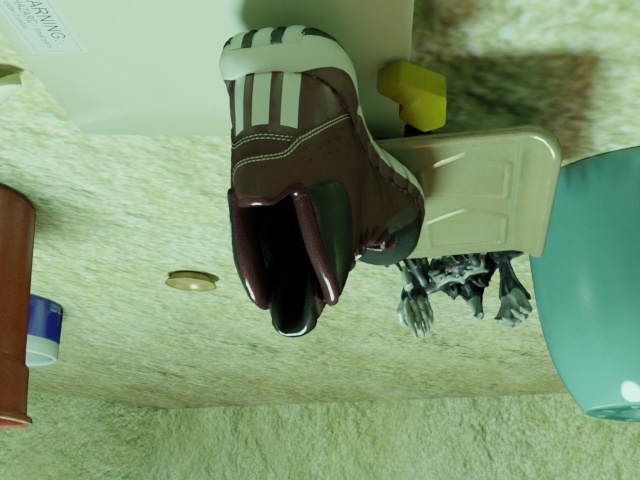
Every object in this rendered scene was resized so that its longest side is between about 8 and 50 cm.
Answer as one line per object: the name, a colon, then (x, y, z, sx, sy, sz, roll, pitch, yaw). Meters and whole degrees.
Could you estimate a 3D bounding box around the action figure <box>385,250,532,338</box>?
action figure: (0.162, 0.049, 0.984, 0.164, 0.141, 0.275, -17, 154, 20)

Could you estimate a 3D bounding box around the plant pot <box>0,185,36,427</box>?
plant pot: (-0.456, 0.072, 0.947, 0.272, 0.265, 0.272, 3, 162, 1)

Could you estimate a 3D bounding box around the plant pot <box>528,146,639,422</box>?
plant pot: (0.363, 0.065, 0.839, 0.292, 0.235, 0.293, 2, 162, 1)

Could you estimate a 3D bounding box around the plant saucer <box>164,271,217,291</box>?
plant saucer: (-0.206, 0.065, 1.289, 0.083, 0.015, 0.083, 3, 162, 1)

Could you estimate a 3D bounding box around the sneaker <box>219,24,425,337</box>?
sneaker: (0.000, 0.000, 0.552, 0.106, 0.163, 0.281, -6, 153, 21)

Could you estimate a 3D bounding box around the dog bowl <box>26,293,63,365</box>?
dog bowl: (-0.628, 0.166, 1.529, 0.264, 0.104, 0.265, 2, 162, 1)

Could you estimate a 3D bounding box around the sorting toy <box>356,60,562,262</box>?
sorting toy: (0.075, -0.058, 0.663, 0.228, 0.041, 0.307, -1, 155, 10)

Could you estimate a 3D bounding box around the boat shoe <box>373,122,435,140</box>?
boat shoe: (0.103, -0.065, 0.753, 0.183, 0.065, 0.083, 12, 161, -24)

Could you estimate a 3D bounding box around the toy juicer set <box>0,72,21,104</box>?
toy juicer set: (-0.396, -0.017, 0.716, 0.090, 0.329, 0.209, 55, 160, -16)

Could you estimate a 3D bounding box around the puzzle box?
puzzle box: (-0.076, -0.170, 0.477, 0.271, 0.052, 0.409, 2, 162, 4)
